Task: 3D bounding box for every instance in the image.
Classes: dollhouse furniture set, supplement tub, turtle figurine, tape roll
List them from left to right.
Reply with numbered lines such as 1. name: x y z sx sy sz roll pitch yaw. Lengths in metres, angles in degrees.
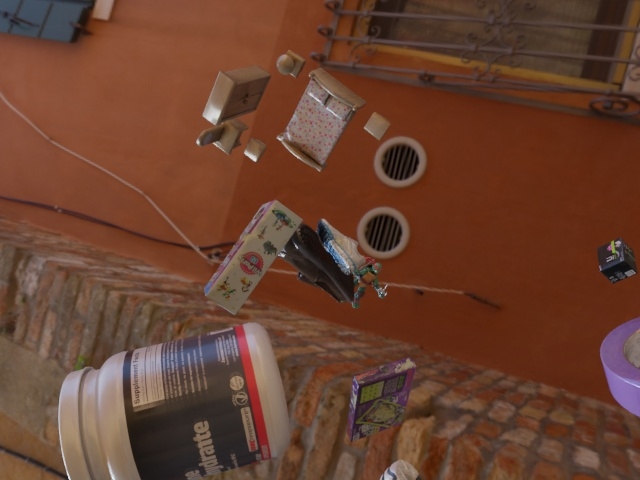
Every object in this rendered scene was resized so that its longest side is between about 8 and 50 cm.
1. supplement tub: -0.190 0.232 0.718 0.191 0.272 0.191 168 90 -79
2. dollhouse furniture set: -0.077 -0.238 1.195 0.303 0.355 0.174 -57 -7 34
3. turtle figurine: 0.174 0.157 1.976 0.234 0.175 0.118 -48 15 28
4. tape roll: 0.740 0.256 1.069 0.275 0.275 0.090 -46 -63 -55

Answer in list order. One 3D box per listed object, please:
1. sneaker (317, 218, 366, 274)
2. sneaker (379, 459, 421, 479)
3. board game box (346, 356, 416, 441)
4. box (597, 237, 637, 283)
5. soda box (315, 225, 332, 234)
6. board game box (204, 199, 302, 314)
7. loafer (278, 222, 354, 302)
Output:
1. sneaker: 0.062 0.009 1.501 0.083 0.190 0.071 -25 -21 -26
2. sneaker: 0.211 0.630 1.172 0.153 0.235 0.094 -52 -6 28
3. board game box: 0.198 0.537 1.729 0.056 0.208 0.346 -116 21 -46
4. box: 0.693 0.047 1.210 0.062 0.052 0.083 -38 19 42
5. soda box: 0.000 0.000 1.912 0.071 0.067 0.210 63 -161 2
6. board game box: -0.192 0.041 1.418 0.303 0.097 0.224 -56 12 -8
7. loafer: -0.011 0.082 1.651 0.366 0.130 0.133 49 -148 -36
